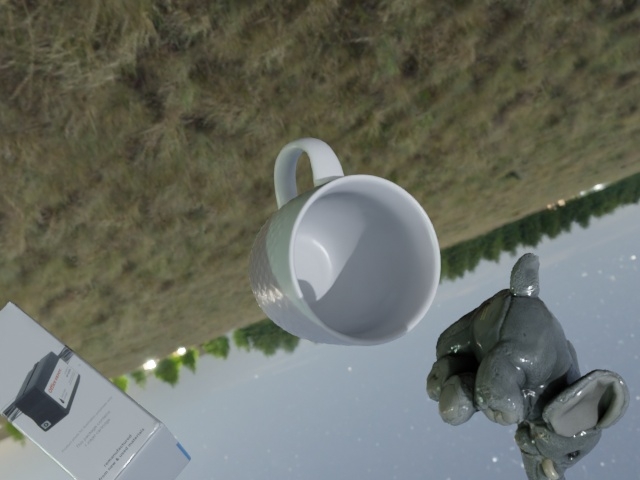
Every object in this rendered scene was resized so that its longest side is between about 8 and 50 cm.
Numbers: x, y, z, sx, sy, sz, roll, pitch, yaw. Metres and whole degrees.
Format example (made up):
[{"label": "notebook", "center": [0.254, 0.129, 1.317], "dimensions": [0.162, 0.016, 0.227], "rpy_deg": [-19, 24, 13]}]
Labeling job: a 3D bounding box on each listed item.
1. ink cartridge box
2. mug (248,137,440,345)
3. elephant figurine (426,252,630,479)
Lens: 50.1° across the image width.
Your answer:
[{"label": "ink cartridge box", "center": [-0.364, 0.259, 1.020], "dimensions": [0.129, 0.307, 0.223], "rpy_deg": [-50, 161, -22]}, {"label": "mug", "center": [0.000, 0.000, 1.234], "dimensions": [0.276, 0.375, 0.328], "rpy_deg": [-13, 179, -25]}, {"label": "elephant figurine", "center": [0.250, 0.173, 0.757], "dimensions": [0.186, 0.239, 0.169], "rpy_deg": [-44, -160, 42]}]
